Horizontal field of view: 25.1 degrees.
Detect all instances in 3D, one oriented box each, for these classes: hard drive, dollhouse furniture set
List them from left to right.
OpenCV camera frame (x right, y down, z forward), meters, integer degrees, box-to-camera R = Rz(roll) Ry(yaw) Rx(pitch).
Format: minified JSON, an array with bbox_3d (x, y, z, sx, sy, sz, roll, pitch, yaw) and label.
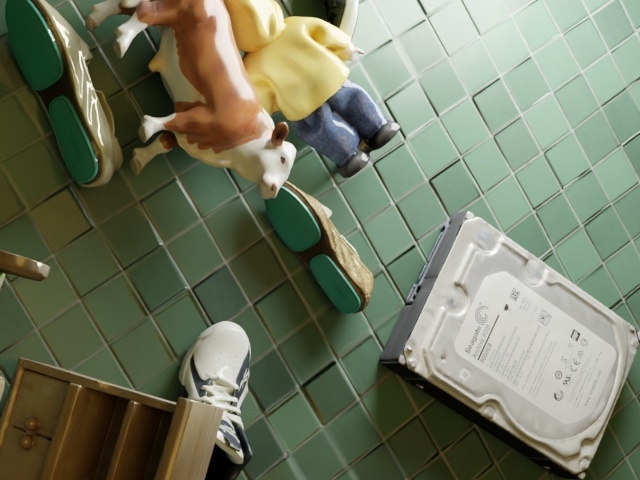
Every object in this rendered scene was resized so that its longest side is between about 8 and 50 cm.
[{"bbox_3d":[-0.328,0.195,1.437,0.394,0.256,0.362,26,78,-55],"label":"dollhouse furniture set"},{"bbox_3d":[0.267,0.145,1.952,0.339,0.064,0.237,34,71,-20],"label":"hard drive"}]

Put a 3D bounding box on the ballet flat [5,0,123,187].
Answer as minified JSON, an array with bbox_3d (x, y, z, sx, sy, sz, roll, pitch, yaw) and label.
[{"bbox_3d":[-0.296,-0.183,1.693,0.086,0.086,0.249,-23,97,-27],"label":"ballet flat"}]

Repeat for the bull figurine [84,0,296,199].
[{"bbox_3d":[-0.150,-0.181,1.717,0.188,0.101,0.310,-19,88,-28],"label":"bull figurine"}]

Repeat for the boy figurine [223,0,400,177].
[{"bbox_3d":[-0.035,-0.205,1.812,0.285,0.092,0.177,44,87,-14],"label":"boy figurine"}]

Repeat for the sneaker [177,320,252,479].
[{"bbox_3d":[-0.119,0.208,1.697,0.094,0.153,0.235,32,72,-23],"label":"sneaker"}]

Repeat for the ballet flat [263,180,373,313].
[{"bbox_3d":[0.000,0.000,1.836,0.206,0.073,0.067,58,37,-14],"label":"ballet flat"}]

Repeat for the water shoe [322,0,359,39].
[{"bbox_3d":[0.008,-0.346,1.871,0.080,0.073,0.203,1,80,-5],"label":"water shoe"}]
